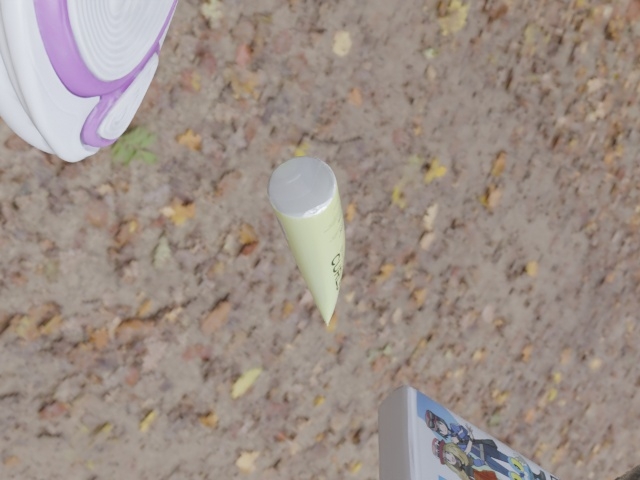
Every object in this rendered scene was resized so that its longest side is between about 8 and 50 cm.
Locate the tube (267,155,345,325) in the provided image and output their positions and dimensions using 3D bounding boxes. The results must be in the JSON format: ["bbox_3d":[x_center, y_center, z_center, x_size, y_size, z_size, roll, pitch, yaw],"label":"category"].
[{"bbox_3d":[0.000,0.000,0.915,0.070,0.062,0.240,-40,157,-11],"label":"tube"}]

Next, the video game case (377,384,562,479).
[{"bbox_3d":[0.158,0.278,0.577,0.300,0.329,0.036,34,121,-20],"label":"video game case"}]

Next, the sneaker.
[{"bbox_3d":[-0.138,-0.163,0.344,0.114,0.152,0.305,-55,151,-35],"label":"sneaker"}]

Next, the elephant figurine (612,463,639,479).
[{"bbox_3d":[0.154,0.063,0.279,0.239,0.186,0.169,-53,170,7],"label":"elephant figurine"}]
